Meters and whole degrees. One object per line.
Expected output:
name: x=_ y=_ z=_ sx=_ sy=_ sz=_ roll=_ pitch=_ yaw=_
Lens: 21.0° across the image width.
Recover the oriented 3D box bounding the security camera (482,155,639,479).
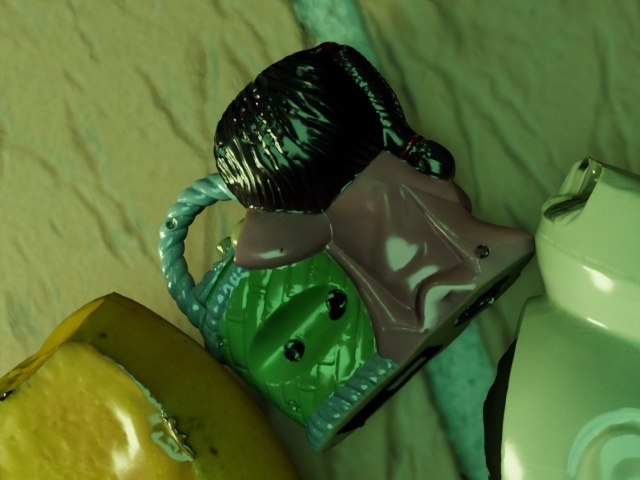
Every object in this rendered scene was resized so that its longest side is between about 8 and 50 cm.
security camera: x=0.185 y=0.090 z=0.962 sx=0.194 sy=0.194 sz=0.236 roll=20 pitch=100 yaw=8

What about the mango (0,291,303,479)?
mango: x=-0.084 y=0.158 z=1.031 sx=0.187 sy=0.138 sz=0.257 roll=-30 pitch=102 yaw=42

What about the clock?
clock: x=0.000 y=0.000 z=1.035 sx=0.194 sy=0.100 sz=0.195 roll=-43 pitch=78 yaw=11
